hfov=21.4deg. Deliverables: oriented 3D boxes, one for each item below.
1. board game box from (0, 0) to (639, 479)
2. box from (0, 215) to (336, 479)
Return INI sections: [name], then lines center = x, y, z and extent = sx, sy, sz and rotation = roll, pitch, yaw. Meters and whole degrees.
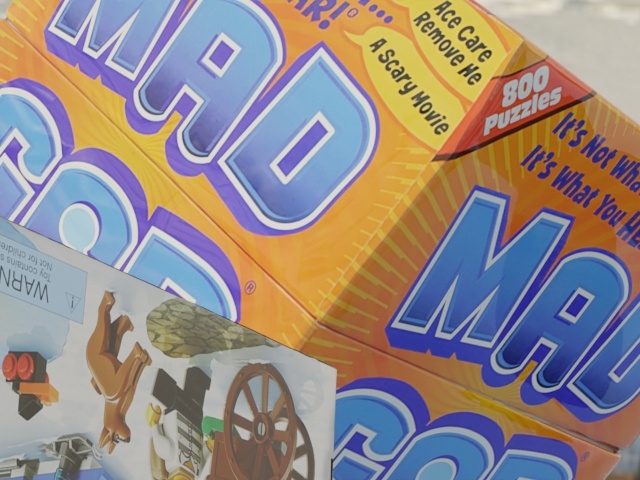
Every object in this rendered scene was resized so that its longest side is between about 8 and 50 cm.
[board game box]
center = 0.000, 0.000, 1.093
extent = 0.356, 0.356, 0.356
rotation = 27, -167, -50
[box]
center = -0.076, 0.078, 0.354
extent = 0.044, 0.159, 0.233
rotation = -8, 159, 30
